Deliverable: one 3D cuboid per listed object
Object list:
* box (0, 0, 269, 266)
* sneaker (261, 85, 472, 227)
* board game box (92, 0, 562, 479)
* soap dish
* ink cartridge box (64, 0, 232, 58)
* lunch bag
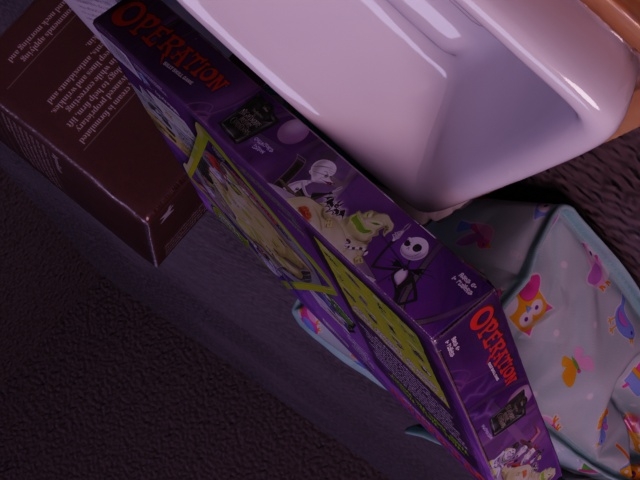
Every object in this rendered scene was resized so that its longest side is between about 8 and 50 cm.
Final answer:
[{"bbox_3d":[-0.171,-0.116,1.186,0.203,0.168,0.167,39,166,6],"label":"box"},{"bbox_3d":[0.019,-0.091,0.962,0.275,0.107,0.110,14,132,53],"label":"sneaker"},{"bbox_3d":[0.000,0.000,0.822,0.347,0.056,0.208,43,164,38],"label":"board game box"},{"bbox_3d":[0.046,-0.131,0.638,0.229,0.118,0.291,41,167,-5],"label":"soap dish"},{"bbox_3d":[-0.153,-0.212,1.006,0.139,0.082,0.191,24,161,51],"label":"ink cartridge box"},{"bbox_3d":[0.145,0.088,1.011,0.262,0.160,0.223,43,163,-32],"label":"lunch bag"}]
